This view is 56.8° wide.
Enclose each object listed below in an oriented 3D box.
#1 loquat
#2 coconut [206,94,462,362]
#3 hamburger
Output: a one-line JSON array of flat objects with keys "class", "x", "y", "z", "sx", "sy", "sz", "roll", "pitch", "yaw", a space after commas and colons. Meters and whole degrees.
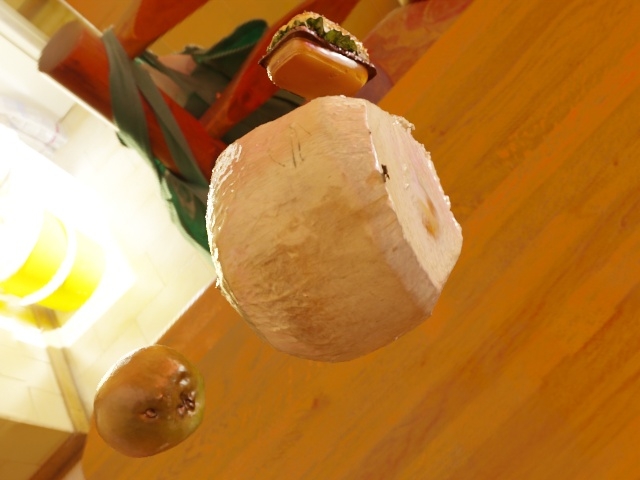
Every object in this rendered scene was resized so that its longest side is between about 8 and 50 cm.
[{"class": "loquat", "x": -0.345, "y": 0.313, "z": 1.157, "sx": 0.246, "sy": 0.213, "sz": 0.213, "roll": -11, "pitch": 59, "yaw": 32}, {"class": "coconut", "x": 0.000, "y": 0.000, "z": 0.900, "sx": 0.405, "sy": 0.404, "sz": 0.404, "roll": -16, "pitch": 57, "yaw": 26}, {"class": "hamburger", "x": 0.003, "y": -0.279, "z": 0.900, "sx": 0.137, "sy": 0.166, "sz": 0.087, "roll": -21, "pitch": 59, "yaw": 49}]
